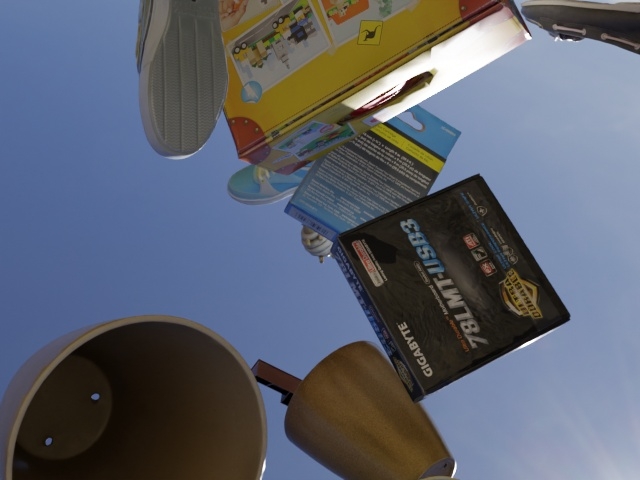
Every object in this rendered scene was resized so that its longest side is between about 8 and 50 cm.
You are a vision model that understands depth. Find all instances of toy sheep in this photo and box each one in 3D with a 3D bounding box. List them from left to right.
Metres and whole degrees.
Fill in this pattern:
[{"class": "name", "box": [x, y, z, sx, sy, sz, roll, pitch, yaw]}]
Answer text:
[{"class": "toy sheep", "box": [0.000, 0.000, 2.019, 0.091, 0.132, 0.091, -20, -142, 17]}]

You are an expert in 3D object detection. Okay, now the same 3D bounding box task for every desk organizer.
[{"class": "desk organizer", "box": [-0.091, 0.314, 1.906, 0.130, 0.047, 0.050, 28, -148, -14]}]

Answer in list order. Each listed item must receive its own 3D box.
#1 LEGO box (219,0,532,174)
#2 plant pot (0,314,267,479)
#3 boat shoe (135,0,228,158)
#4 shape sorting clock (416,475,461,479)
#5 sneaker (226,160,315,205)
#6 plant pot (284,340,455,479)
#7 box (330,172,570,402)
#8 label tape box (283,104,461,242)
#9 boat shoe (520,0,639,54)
[{"class": "LEGO box", "box": [0.042, -0.397, 1.503, 0.193, 0.500, 0.373, 11, -125, -63]}, {"class": "plant pot", "box": [-0.235, 0.195, 0.927, 0.256, 0.257, 0.274, -4, -177, -34]}, {"class": "boat shoe", "box": [-0.179, -0.243, 1.105, 0.109, 0.302, 0.094, 9, 166, -31]}, {"class": "shape sorting clock", "box": [0.167, 0.436, 1.229, 0.206, 0.206, 0.040, 6, 174, -18]}, {"class": "sneaker", "box": [-0.097, -0.196, 2.083, 0.318, 0.208, 0.127, -14, -120, 10]}, {"class": "plant pot", "box": [0.105, 0.342, 1.533, 0.237, 0.237, 0.254, -10, -144, -41]}, {"class": "box", "box": [0.211, 0.071, 1.447, 0.293, 0.073, 0.296, -22, -107, -20]}, {"class": "label tape box", "box": [0.112, -0.143, 1.873, 0.240, 0.334, 0.106, 32, 165, -2]}, {"class": "boat shoe", "box": [0.484, -0.383, 1.583, 0.112, 0.096, 0.335, -8, -161, -32]}]
